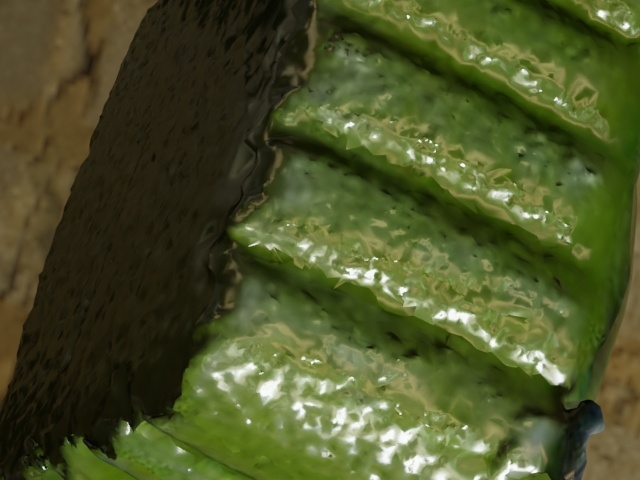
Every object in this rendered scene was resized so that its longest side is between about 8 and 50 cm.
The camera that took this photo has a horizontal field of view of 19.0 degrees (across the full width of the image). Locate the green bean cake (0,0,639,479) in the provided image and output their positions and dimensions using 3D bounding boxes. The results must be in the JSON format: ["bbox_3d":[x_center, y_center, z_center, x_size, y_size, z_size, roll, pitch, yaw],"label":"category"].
[{"bbox_3d":[0.000,0.000,0.700,0.156,0.249,0.247,27,153,-18],"label":"green bean cake"}]
